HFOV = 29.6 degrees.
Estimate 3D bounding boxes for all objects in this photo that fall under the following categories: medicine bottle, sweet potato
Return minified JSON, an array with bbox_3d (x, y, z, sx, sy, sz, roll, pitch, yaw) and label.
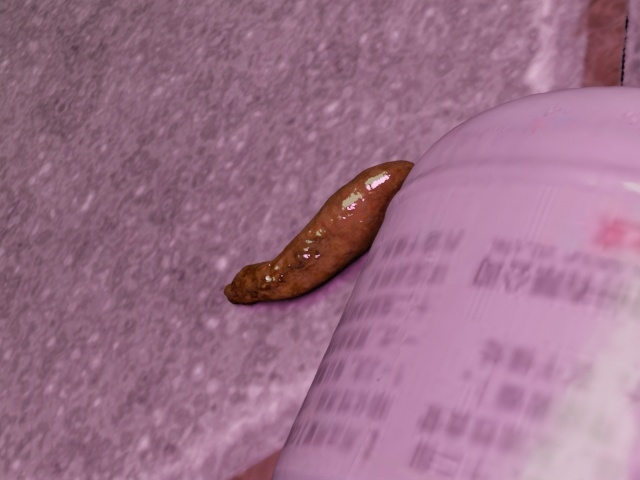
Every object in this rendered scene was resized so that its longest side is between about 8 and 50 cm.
[{"bbox_3d":[0.091,0.133,0.392,0.245,0.245,0.306,10,69,42],"label":"medicine bottle"},{"bbox_3d":[-0.001,0.004,0.707,0.153,0.038,0.041,-36,22,26],"label":"sweet potato"}]
